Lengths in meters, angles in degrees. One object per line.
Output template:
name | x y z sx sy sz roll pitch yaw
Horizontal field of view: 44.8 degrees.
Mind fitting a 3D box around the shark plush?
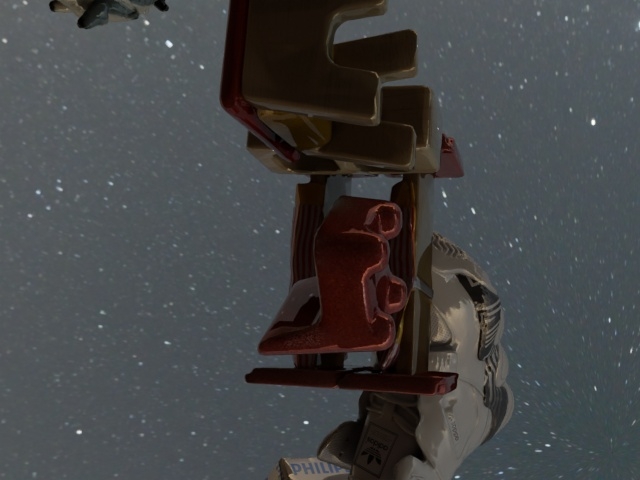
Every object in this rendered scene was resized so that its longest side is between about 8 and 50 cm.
shark plush | -0.204 -0.260 0.803 0.073 0.161 0.067 44 -48 47

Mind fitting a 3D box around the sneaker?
sneaker | 0.092 0.155 0.826 0.137 0.365 0.210 23 -121 40

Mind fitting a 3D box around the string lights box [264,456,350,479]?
string lights box | -0.039 0.375 0.988 0.259 0.134 0.076 -58 -140 33

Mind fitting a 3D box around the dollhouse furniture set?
dollhouse furniture set | 0.000 0.000 0.514 0.152 0.374 0.201 1 -99 16
